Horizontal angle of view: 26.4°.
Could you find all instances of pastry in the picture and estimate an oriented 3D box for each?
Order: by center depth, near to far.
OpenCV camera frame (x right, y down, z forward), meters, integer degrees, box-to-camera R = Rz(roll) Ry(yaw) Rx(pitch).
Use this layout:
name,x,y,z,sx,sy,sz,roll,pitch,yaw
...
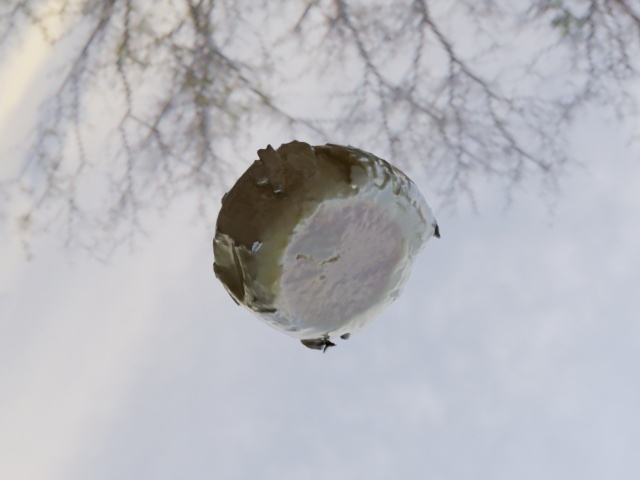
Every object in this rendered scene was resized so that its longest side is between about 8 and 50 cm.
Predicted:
name,x,y,z,sx,sy,sz,roll,pitch,yaw
pastry,0.000,0.000,1.007,0.166,0.165,0.088,-56,-141,9
